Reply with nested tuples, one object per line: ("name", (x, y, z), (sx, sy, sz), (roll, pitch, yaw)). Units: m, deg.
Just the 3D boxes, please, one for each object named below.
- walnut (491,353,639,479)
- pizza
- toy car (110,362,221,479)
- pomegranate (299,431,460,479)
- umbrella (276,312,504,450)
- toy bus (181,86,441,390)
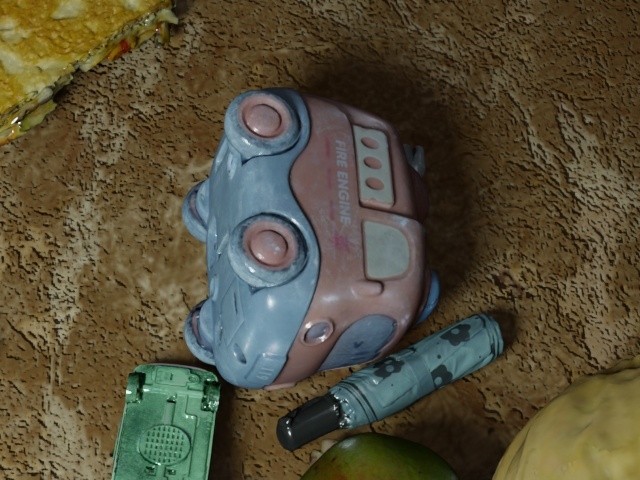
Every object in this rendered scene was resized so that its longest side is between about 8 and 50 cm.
("walnut", (0.315, 0.279, 1.636), (0.384, 0.383, 0.383), (3, 61, -6))
("pizza", (-0.270, -0.214, 1.980), (0.251, 0.074, 0.287), (-2, 63, -8))
("toy car", (-0.145, 0.211, 1.761), (0.090, 0.076, 0.224), (6, 43, -1))
("pomegranate", (0.045, 0.246, 1.727), (0.180, 0.180, 0.209), (-11, 33, -14))
("umbrella", (0.069, 0.139, 1.845), (0.250, 0.052, 0.053), (-26, 95, -21))
("toy bus", (0.000, 0.000, 1.841), (0.232, 0.197, 0.294), (6, 58, -17))
